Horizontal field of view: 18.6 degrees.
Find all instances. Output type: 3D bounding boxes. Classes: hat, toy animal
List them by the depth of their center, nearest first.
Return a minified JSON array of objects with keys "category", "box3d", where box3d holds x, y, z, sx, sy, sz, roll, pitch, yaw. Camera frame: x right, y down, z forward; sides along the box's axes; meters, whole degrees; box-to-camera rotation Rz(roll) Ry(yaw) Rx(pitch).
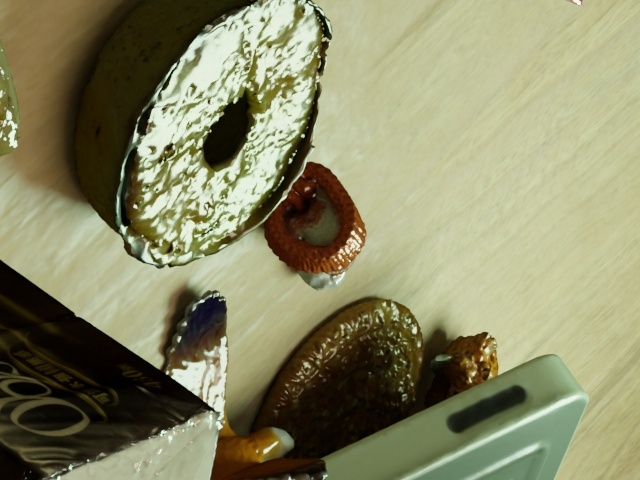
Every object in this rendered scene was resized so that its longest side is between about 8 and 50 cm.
[{"category":"toy animal","box3d":[-0.146,0.248,1.889,0.284,0.225,0.302,-31,155,-11]},{"category":"hat","box3d":[0.000,0.000,1.938,0.094,0.112,0.162,-29,157,1]}]

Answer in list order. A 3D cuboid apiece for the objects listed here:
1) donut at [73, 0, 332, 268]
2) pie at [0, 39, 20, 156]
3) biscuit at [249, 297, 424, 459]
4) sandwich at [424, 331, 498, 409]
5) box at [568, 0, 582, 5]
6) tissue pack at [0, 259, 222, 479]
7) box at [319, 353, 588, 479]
[{"category":"donut","box3d":[-0.107,-0.110,1.668,0.272,0.107,0.272,-35,145,-30]},{"category":"pie","box3d":[-0.291,-0.152,1.377,0.129,0.068,0.282,-35,142,-18]},{"category":"biscuit","box3d":[0.020,0.203,2.178,0.305,0.038,0.305,-36,142,-35]},{"category":"sandwich","box3d":[0.167,0.194,2.334,0.185,0.109,0.160,28,57,-80]},{"category":"box","box3d":[0.096,-0.407,1.514,0.314,0.300,0.312,18,100,-59]},{"category":"tissue pack","box3d":[-0.259,0.138,1.377,0.198,0.370,0.210,-15,127,-49]},{"category":"box","box3d":[0.106,0.295,2.149,0.367,0.090,0.373,-23,154,-16]}]
